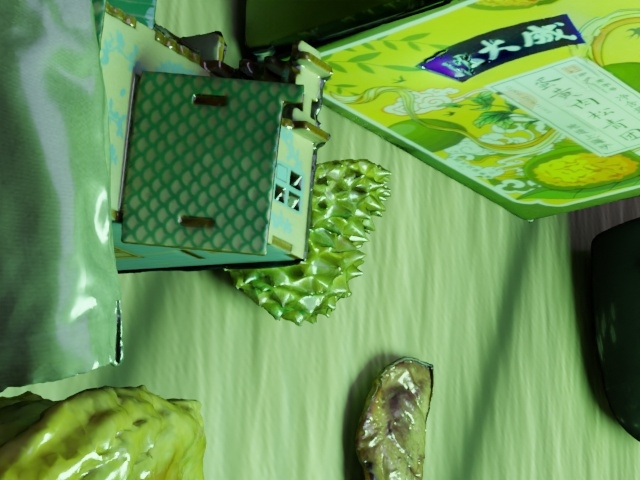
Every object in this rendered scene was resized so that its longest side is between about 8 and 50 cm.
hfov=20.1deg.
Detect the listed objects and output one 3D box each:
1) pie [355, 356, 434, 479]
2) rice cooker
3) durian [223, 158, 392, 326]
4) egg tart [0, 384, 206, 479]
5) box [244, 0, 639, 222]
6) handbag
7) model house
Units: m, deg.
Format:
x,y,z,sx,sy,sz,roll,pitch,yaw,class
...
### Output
x,y,z,sx,sy,sz,roll,pitch,yaw,class
0.059,0.164,1.430,0.092,0.034,0.170,33,55,-47,pie
0.389,0.081,1.704,0.267,0.267,0.224,8,68,-51,rice cooker
0.000,0.004,1.335,0.187,0.119,0.108,-10,83,-54,durian
-0.193,0.191,0.930,0.351,0.153,0.339,-51,162,-19,egg tart
0.210,-0.168,1.449,0.420,0.373,0.138,26,60,-45,box
-0.248,-0.027,0.891,0.109,0.316,0.253,-6,84,-80,handbag
-0.149,-0.073,1.038,0.206,0.271,0.178,22,71,-55,model house
